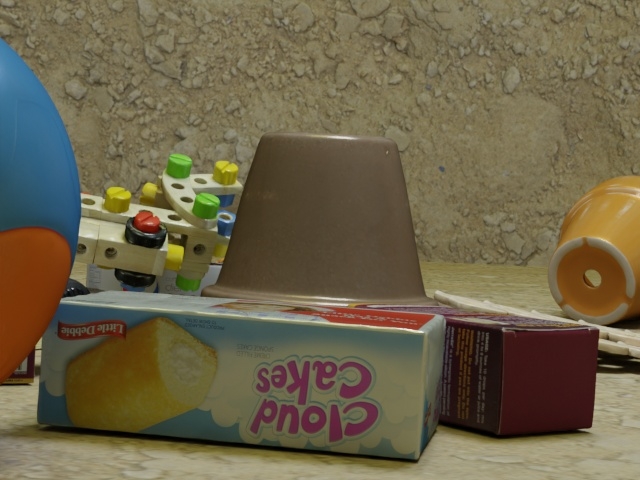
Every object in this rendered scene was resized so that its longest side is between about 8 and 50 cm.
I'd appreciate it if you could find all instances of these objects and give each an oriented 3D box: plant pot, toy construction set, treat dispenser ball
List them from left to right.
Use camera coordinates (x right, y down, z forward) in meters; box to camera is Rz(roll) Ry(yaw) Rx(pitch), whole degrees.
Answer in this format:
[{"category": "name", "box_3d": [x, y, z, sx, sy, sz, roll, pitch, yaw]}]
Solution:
[{"category": "treat dispenser ball", "box_3d": [-0.293, -0.018, 0.974, 0.288, 0.288, 0.288, 3, 2, 0]}, {"category": "toy construction set", "box_3d": [-0.251, -0.024, 1.857, 0.327, 0.151, 0.215, -3, 29, -4]}, {"category": "plant pot", "box_3d": [0.000, 0.000, 1.719, 0.263, 0.229, 0.263, 2, 2, 0]}, {"category": "plant pot", "box_3d": [0.413, 0.030, 2.224, 0.205, 0.205, 0.188, 5, 18, 29]}]

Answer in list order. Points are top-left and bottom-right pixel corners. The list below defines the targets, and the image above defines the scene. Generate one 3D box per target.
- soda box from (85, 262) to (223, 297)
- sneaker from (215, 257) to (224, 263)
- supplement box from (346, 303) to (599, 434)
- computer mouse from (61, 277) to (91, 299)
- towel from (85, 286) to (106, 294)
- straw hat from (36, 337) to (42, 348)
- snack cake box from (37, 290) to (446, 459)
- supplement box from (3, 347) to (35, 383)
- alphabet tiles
[{"category": "soda box", "box_3d": [-0.178, 0.059, 1.964, 0.216, 0.069, 0.074, 4, 3, 14]}, {"category": "sneaker", "box_3d": [-0.106, 0.046, 2.218, 0.084, 0.083, 0.215, 0, 2, -34]}, {"category": "supplement box", "box_3d": [0.114, 0.098, 1.248, 0.104, 0.081, 0.188, 2, 2, -37]}, {"category": "computer mouse", "box_3d": [-0.264, 0.049, 1.313, 0.071, 0.041, 0.242, 7, 2, 21]}, {"category": "towel", "box_3d": [-0.385, 0.063, 1.809, 0.282, 0.049, 0.187, 5, 4, 35]}, {"category": "straw hat", "box_3d": [-0.323, 0.070, 1.566, 0.144, 0.061, 0.144, 3, 3, 0]}, {"category": "snack cake box", "box_3d": [-0.050, 0.090, 1.124, 0.264, 0.089, 0.152, 4, 1, 9]}, {"category": "supplement box", "box_3d": [-0.272, 0.092, 1.309, 0.055, 0.043, 0.083, 2, 2, -28]}, {"category": "alphabet tiles", "box_3d": [0.270, 0.096, 1.738, 0.284, 0.021, 0.278, 12, 1, -8]}]
